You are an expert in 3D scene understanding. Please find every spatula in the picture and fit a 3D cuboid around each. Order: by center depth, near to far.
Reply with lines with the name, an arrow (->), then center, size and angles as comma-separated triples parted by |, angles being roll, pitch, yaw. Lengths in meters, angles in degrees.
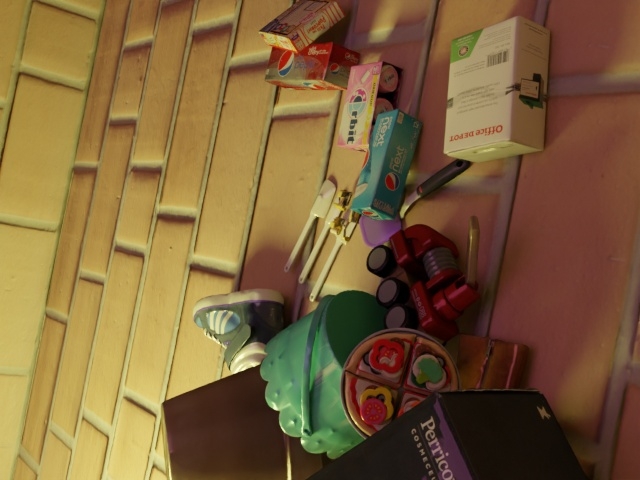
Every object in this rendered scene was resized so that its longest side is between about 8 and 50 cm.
spatula -> 0.182, -0.078, 1.637 | 0.296, 0.030, 0.084 | -39, 52, 41
spatula -> 0.000, 0.000, 1.880 | 0.168, 0.019, 0.242 | 43, 115, 44

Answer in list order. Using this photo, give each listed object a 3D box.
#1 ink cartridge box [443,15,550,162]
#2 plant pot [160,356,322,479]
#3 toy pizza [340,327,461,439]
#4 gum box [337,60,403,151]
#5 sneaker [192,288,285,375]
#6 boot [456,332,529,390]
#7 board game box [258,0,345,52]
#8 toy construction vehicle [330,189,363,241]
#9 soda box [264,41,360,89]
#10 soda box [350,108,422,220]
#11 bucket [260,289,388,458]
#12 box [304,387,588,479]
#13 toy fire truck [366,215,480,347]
ink cartridge box -> 0.306, -0.255, 1.463 | 0.160, 0.092, 0.219 | -6, 76, 54
plant pot -> -0.170, 0.399, 1.682 | 0.323, 0.280, 0.323 | 175, 90, -77
toy pizza -> 0.133, 0.242, 1.378 | 0.032, 0.201, 0.201 | 96, 176, -77
gum box -> 0.103, -0.275, 1.774 | 0.107, 0.062, 0.188 | 7, 86, 55
sneaker -> -0.207, 0.253, 1.992 | 0.323, 0.130, 0.236 | -17, 63, 45
boot -> 0.221, 0.295, 1.424 | 0.264, 0.096, 0.280 | -5, 74, 56
board game box -> -0.048, -0.512, 1.983 | 0.147, 0.045, 0.193 | -39, 29, -8
toy construction vehicle -> 0.050, -0.055, 1.791 | 0.086, 0.035, 0.098 | 30, 101, 47
soda box -> -0.024, -0.405, 1.970 | 0.263, 0.083, 0.092 | 15, 91, 54
soda box -> 0.130, -0.148, 1.664 | 0.071, 0.067, 0.210 | -1, 69, 57
bucket -> 0.046, 0.236, 1.544 | 0.183, 0.281, 0.281 | -43, 48, 34
box -> 0.172, 0.527, 1.168 | 0.472, 0.297, 0.480 | -41, 57, 30
toy fire truck -> 0.208, 0.043, 1.471 | 0.246, 0.158, 0.217 | -39, 42, 25
